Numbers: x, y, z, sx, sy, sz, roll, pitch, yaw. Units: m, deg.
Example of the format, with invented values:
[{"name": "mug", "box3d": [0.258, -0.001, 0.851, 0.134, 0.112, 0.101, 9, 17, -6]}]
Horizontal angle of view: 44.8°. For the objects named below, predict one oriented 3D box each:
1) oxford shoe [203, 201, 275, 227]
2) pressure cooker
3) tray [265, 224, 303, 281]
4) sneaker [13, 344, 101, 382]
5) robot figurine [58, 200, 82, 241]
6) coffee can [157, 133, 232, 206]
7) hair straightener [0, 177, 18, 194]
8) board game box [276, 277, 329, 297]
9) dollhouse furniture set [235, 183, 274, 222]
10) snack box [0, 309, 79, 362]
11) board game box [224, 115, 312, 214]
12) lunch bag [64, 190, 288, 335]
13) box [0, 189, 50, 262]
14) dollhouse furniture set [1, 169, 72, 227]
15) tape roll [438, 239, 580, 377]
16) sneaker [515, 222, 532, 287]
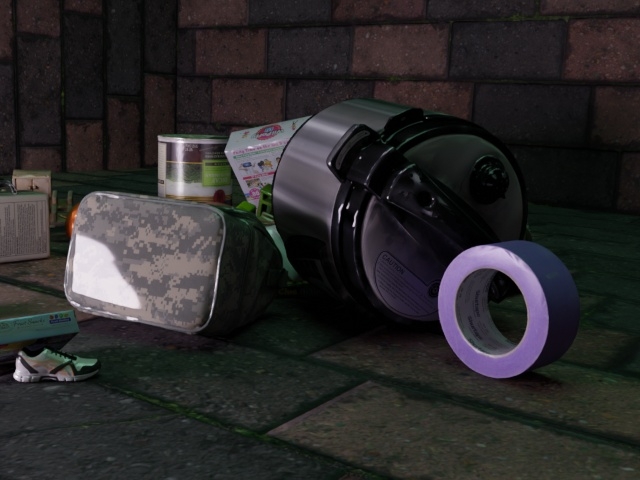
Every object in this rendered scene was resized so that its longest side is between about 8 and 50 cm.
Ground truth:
[{"name": "oxford shoe", "box3d": [-0.121, 0.025, 1.668, 0.349, 0.122, 0.130, 13, 33, 3]}, {"name": "pressure cooker", "box3d": [0.142, -0.054, 1.345, 0.370, 0.375, 0.420, -10, 20, -25]}, {"name": "tray", "box3d": [0.000, 0.000, 1.622, 0.270, 0.030, 0.145, -14, 55, -47]}, {"name": "sneaker", "box3d": [-0.343, 0.160, 1.015, 0.109, 0.043, 0.040, 1, 8, -19]}, {"name": "robot figurine", "box3d": [-0.503, -0.029, 1.828, 0.220, 0.128, 0.158, 7, 22, 19]}, {"name": "coffee can", "box3d": [-0.333, -0.139, 2.064, 0.202, 0.275, 0.201, 2, 10, 0]}, {"name": "hair straightener", "box3d": [-0.761, -0.113, 1.644, 0.231, 0.047, 0.089, 5, 9, 0]}, {"name": "board game box", "box3d": [-0.038, 0.086, 1.559, 0.260, 0.030, 0.136, 0, 12, -12]}, {"name": "dollhouse furniture set", "box3d": [-0.059, 0.015, 1.867, 0.302, 0.151, 0.197, 23, 37, 16]}, {"name": "snack box", "box3d": [-0.410, 0.133, 1.039, 0.141, 0.037, 0.100, -6, -19, -39]}, {"name": "board game box", "box3d": [-0.082, -0.149, 1.983, 0.224, 0.303, 0.097, -9, 38, 17]}, {"name": "lunch bag", "box3d": [-0.237, 0.040, 1.306, 0.305, 0.212, 0.256, 7, -5, 22]}, {"name": "box", "box3d": [-0.729, -0.029, 1.702, 0.232, 0.148, 0.127, -7, 13, -44]}, {"name": "dollhouse furniture set", "box3d": [-0.760, -0.060, 2.042, 0.212, 0.160, 0.242, -1, 32, -16]}, {"name": "tape roll", "box3d": [0.265, 0.096, 1.105, 0.080, 0.188, 0.189, -7, 14, -40]}, {"name": "sneaker", "box3d": [0.398, -0.005, 1.741, 0.158, 0.181, 0.410, 6, 11, 18]}]
